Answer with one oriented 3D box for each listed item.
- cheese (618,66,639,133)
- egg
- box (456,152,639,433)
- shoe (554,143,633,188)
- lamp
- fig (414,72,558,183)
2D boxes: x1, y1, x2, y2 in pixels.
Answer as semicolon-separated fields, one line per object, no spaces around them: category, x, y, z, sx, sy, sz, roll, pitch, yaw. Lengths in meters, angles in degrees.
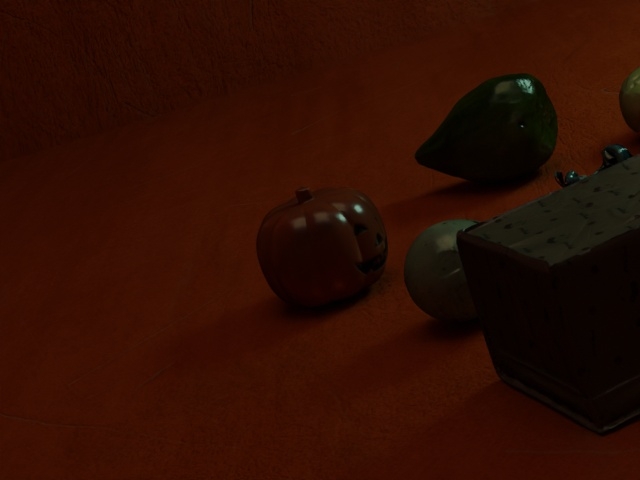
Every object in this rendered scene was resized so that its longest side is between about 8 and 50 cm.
cheese;0.594;-0.230;2.223;0.226;0.117;0.214;-33;26;-29
egg;0.182;0.035;1.751;0.164;0.131;0.131;-12;12;-28
box;0.337;0.034;1.486;0.297;0.190;0.225;-22;15;-15
shoe;0.415;-0.079;1.921;0.207;0.106;0.091;-17;17;-18
lamp;0.000;0.000;1.985;0.187;0.164;0.187;-19;17;6
fig;0.274;-0.161;2.256;0.233;0.167;0.167;-39;15;7
